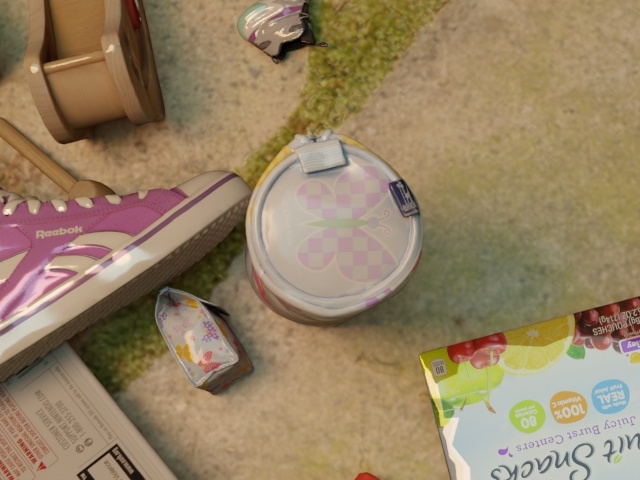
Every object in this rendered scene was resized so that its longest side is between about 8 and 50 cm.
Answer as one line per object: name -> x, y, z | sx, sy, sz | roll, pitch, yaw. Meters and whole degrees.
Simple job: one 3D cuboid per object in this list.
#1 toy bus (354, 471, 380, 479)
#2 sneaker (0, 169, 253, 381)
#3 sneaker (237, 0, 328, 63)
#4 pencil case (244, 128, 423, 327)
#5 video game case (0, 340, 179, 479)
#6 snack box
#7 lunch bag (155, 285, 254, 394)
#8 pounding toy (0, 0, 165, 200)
toy bus -> 0.019, 0.282, 1.079 | 0.220, 0.149, 0.211 | 37, 69, 12
sneaker -> -0.200, -0.014, 1.119 | 0.282, 0.102, 0.161 | -30, 80, -9
sneaker -> -0.015, -0.190, 1.234 | 0.069, 0.038, 0.098 | 44, 95, 13
pencil case -> 0.000, 0.000, 1.066 | 0.113, 0.273, 0.124 | -27, 86, -5
video game case -> -0.284, 0.203, 1.116 | 0.300, 0.036, 0.329 | -38, 61, -12
snack box -> 0.195, 0.146, 1.110 | 0.207, 0.070, 0.174 | -14, 75, 5
lunch bag -> -0.094, 0.074, 1.164 | 0.053, 0.071, 0.083 | -34, 75, 0
pounding toy -> -0.218, -0.146, 1.189 | 0.155, 0.154, 0.269 | -14, 75, 4
